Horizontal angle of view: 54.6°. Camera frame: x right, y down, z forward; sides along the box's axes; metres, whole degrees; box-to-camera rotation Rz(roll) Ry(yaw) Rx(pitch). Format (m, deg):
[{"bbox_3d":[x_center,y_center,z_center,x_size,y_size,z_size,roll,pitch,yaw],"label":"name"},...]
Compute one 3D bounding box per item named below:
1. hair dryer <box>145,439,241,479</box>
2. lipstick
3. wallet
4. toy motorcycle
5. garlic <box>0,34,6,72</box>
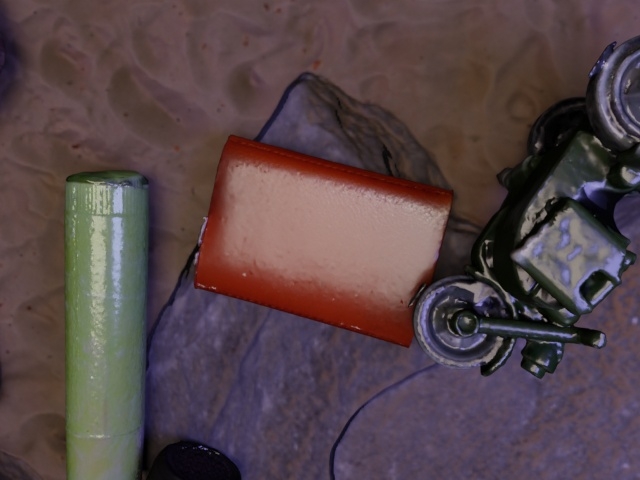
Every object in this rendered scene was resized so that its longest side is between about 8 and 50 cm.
[{"bbox_3d":[-0.076,0.324,0.590,0.251,0.089,0.197,24,98,-4],"label":"hair dryer"},{"bbox_3d":[-0.198,0.087,0.571,0.076,0.076,0.304,5,99,8],"label":"lipstick"},{"bbox_3d":[0.000,0.000,0.543,0.204,0.045,0.142,15,97,6],"label":"wallet"},{"bbox_3d":[0.180,-0.013,0.429,0.127,0.205,0.275,32,89,3],"label":"toy motorcycle"},{"bbox_3d":[-0.353,-0.174,0.533,0.147,0.102,0.159,5,94,-30],"label":"garlic"}]
